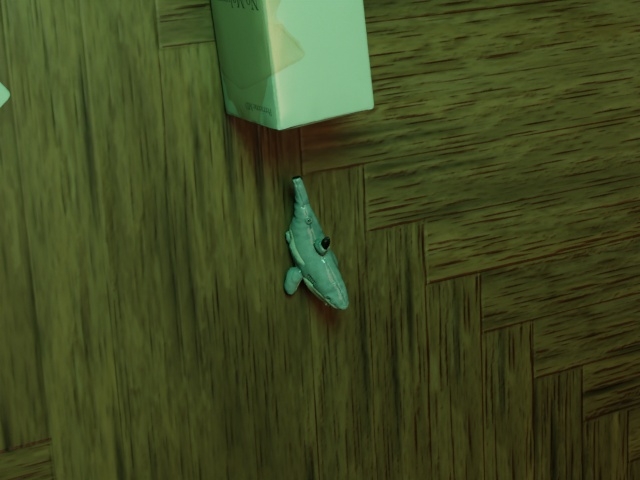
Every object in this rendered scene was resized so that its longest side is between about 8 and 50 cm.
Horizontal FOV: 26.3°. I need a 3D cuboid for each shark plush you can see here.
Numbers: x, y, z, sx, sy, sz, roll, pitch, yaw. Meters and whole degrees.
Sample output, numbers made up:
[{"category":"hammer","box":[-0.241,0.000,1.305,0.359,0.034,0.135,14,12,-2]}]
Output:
[{"category":"shark plush","box":[0.000,0.000,1.595,0.073,0.067,0.161,-11,107,-27]}]

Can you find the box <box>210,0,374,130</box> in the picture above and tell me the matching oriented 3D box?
[{"category":"box","box":[-0.041,-0.286,1.459,0.121,0.148,0.311,-15,108,-25]}]

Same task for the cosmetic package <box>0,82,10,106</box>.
[{"category":"cosmetic package","box":[-0.431,-0.206,1.198,0.113,0.160,0.309,-50,136,-9]}]
